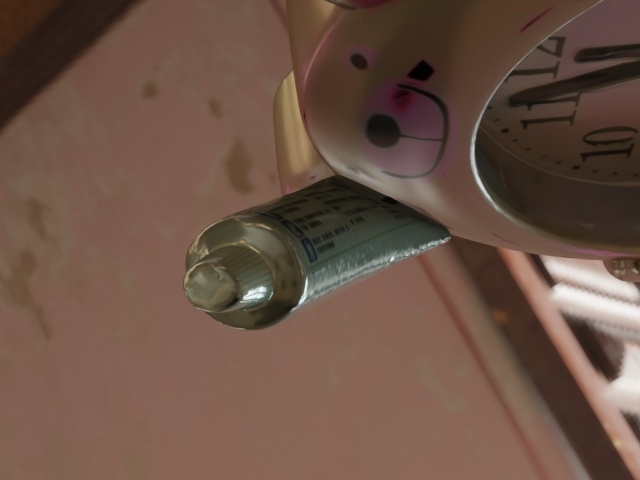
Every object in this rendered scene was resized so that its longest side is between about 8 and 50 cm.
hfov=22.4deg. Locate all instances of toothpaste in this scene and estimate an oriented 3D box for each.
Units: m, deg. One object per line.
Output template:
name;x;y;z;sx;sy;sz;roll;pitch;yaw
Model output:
toothpaste;0.000;0.000;0.467;0.029;0.048;0.197;-68;169;12

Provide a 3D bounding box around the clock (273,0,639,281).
clock;0.136;-0.082;0.578;0.309;0.114;0.284;-5;153;-3
